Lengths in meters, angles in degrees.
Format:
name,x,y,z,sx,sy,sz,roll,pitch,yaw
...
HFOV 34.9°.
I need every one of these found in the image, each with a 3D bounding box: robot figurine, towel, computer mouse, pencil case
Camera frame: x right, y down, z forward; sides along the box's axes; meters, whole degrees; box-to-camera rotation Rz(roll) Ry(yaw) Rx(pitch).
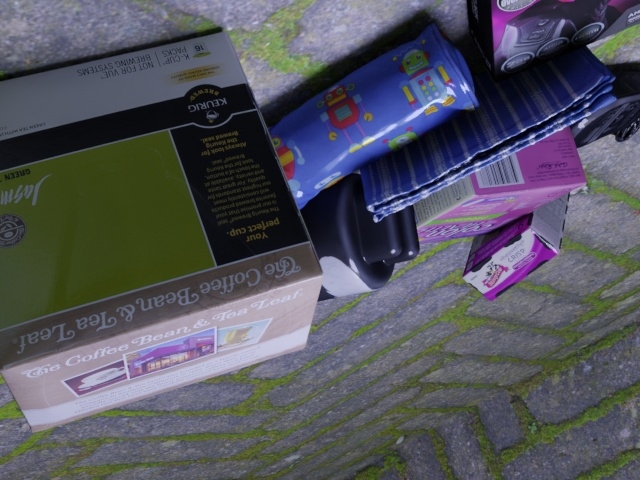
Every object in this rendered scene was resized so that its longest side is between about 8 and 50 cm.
name,x,y,z,sx,sy,sz,roll,pitch,yaw
robot figurine,-0.001,-0.002,1.461,0.278,0.173,0.209,-13,132,30
towel,0.197,-0.162,1.315,0.336,0.243,0.040,-27,117,11
computer mouse,0.450,-0.213,1.584,0.272,0.072,0.188,-18,158,-41
pencil case,0.052,-0.150,1.299,0.306,0.119,0.133,-29,158,17

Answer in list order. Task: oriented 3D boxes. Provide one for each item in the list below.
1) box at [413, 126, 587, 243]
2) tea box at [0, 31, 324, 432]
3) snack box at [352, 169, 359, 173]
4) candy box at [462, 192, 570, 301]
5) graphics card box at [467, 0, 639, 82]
name,x,y,z,sx,sy,sz,roll,pitch,yaw
box,0.226,-0.088,1.523,0.213,0.117,0.243,-7,167,-31
tea box,-0.209,-0.010,1.118,0.329,0.323,0.220,-15,156,-14
snack box,-0.018,-0.105,1.456,0.178,0.022,0.064,-8,155,-30
candy box,0.330,-0.028,1.691,0.159,0.071,0.233,-42,-167,38
graphics card box,0.274,-0.338,1.122,0.233,0.094,0.371,-23,158,1
